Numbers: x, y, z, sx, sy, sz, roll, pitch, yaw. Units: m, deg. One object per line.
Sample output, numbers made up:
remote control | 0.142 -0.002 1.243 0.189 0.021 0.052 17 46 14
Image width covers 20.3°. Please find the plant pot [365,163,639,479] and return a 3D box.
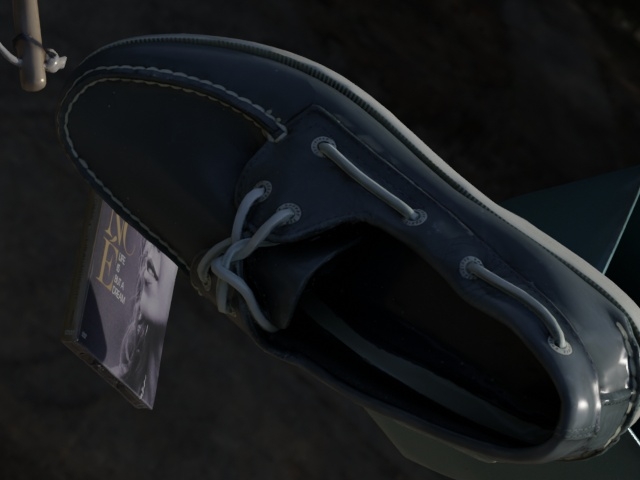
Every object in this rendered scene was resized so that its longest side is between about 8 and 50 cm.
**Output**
plant pot | 0.139 0.076 1.214 0.165 0.234 0.165 52 49 -28

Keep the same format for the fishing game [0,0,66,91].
fishing game | -0.193 -0.119 0.450 0.264 0.041 0.189 -3 76 -40

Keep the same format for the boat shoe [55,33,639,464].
boat shoe | 0.000 0.000 0.809 0.319 0.116 0.099 31 22 16

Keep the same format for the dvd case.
dvd case | -0.143 0.001 1.376 0.018 0.221 0.164 1 -22 16
